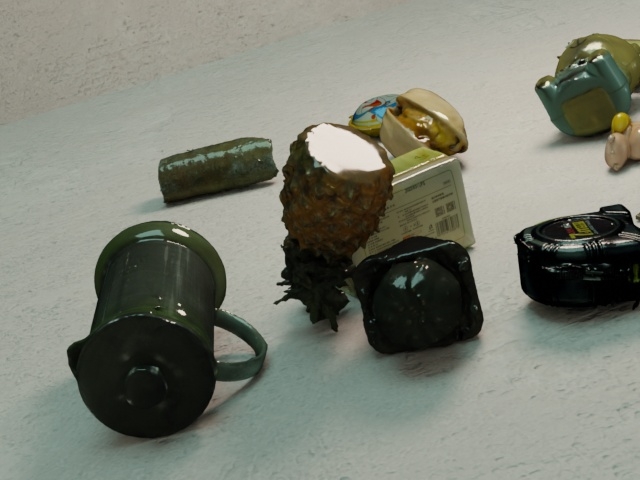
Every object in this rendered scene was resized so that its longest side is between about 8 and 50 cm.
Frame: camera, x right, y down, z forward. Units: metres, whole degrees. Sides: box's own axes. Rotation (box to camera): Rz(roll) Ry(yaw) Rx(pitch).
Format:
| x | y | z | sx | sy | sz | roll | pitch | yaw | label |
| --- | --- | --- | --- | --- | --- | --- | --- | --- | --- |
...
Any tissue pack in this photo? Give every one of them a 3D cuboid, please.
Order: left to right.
| x | y | z | sx | sy | sz | roll | pitch | yaw | label |
| --- | --- | --- | --- | --- | --- | --- | --- | --- | --- |
| 0.115 | -0.033 | 1.820 | 0.234 | 0.159 | 0.125 | -24 | 23 | -23 | tissue pack |

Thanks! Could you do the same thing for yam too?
| x | y | z | sx | sy | sz | roll | pitch | yaw | label |
| --- | --- | --- | --- | --- | --- | --- | --- | --- | --- |
| -0.217 | -0.152 | 2.410 | 0.259 | 0.106 | 0.106 | -12 | 21 | 5 | yam |

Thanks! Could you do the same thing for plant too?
| x | y | z | sx | sy | sz | roll | pitch | yaw | label |
| --- | --- | --- | --- | --- | --- | --- | --- | --- | --- |
| 0.136 | 0.074 | 1.577 | 0.164 | 0.142 | 0.256 | -10 | 10 | 10 | plant |

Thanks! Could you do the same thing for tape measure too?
| x | y | z | sx | sy | sz | roll | pitch | yaw | label |
| --- | --- | --- | --- | --- | --- | --- | --- | --- | --- |
| 0.363 | 0.027 | 1.588 | 0.186 | 0.112 | 0.199 | -6 | 16 | 2 | tape measure |

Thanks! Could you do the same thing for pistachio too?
| x | y | z | sx | sy | sz | roll | pitch | yaw | label |
| --- | --- | --- | --- | --- | --- | --- | --- | --- | --- |
| 0.205 | -0.212 | 2.254 | 0.157 | 0.157 | 0.229 | -20 | 28 | -15 | pistachio |

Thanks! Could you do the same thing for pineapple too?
| x | y | z | sx | sy | sz | roll | pitch | yaw | label |
| --- | --- | --- | --- | --- | --- | --- | --- | --- | --- |
| 0.000 | 0.000 | 1.644 | 0.169 | 0.340 | 0.169 | 9 | 42 | -8 | pineapple |

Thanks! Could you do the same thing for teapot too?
| x | y | z | sx | sy | sz | roll | pitch | yaw | label |
| --- | --- | --- | --- | --- | --- | --- | --- | --- | --- |
| -0.208 | 0.134 | 1.610 | 0.270 | 0.200 | 0.337 | 17 | 21 | -11 | teapot |

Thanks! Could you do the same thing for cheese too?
| x | y | z | sx | sy | sz | roll | pitch | yaw | label |
| --- | --- | --- | --- | --- | --- | --- | --- | --- | --- |
| 0.167 | -0.272 | 2.505 | 0.177 | 0.069 | 0.270 | -28 | 25 | -31 | cheese |

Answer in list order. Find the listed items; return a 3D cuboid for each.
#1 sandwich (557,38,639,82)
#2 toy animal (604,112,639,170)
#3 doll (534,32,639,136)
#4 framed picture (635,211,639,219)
| x | y | z | sx | sy | sz | roll | pitch | yaw | label |
| --- | --- | --- | --- | --- | --- | --- | --- | --- | --- |
| 0.633 | -0.372 | 2.430 | 0.094 | 0.096 | 0.258 | -37 | 31 | -31 | sandwich |
| 0.548 | -0.175 | 2.011 | 0.082 | 0.091 | 0.114 | 12 | 29 | 23 | toy animal |
| 0.537 | -0.312 | 2.245 | 0.177 | 0.161 | 0.261 | -28 | 15 | 30 | doll |
| 0.580 | -0.060 | 1.796 | 0.109 | 0.011 | 0.149 | 8 | 30 | 45 | framed picture |
